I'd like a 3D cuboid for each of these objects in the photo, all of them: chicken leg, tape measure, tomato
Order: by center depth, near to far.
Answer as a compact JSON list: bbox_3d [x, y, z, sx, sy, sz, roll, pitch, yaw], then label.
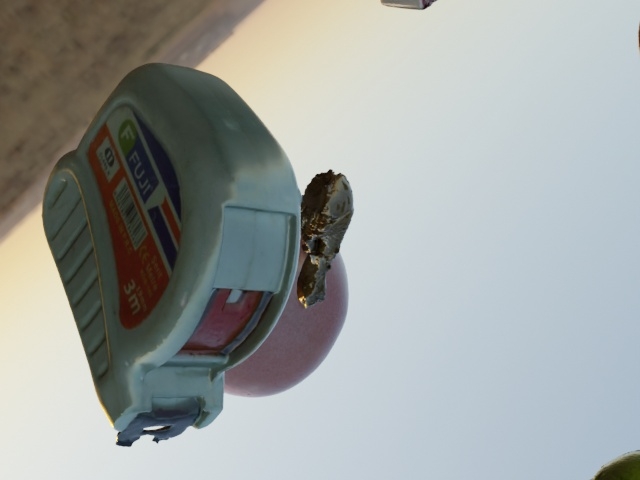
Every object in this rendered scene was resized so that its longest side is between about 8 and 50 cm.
[{"bbox_3d":[-0.116,0.001,0.985,0.125,0.243,0.246,7,136,-44],"label":"tape measure"},{"bbox_3d":[0.003,0.000,1.596,0.085,0.069,0.198,42,-53,53],"label":"chicken leg"},{"bbox_3d":[-0.108,0.075,1.885,0.321,0.321,0.321,-40,-169,9],"label":"tomato"}]

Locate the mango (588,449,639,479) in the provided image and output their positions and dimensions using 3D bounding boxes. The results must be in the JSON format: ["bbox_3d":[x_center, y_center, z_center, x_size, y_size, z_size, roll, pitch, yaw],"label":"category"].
[{"bbox_3d":[0.330,0.277,1.281,0.119,0.100,0.178,-47,169,32],"label":"mango"}]

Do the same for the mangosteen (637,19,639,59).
[{"bbox_3d":[0.540,-0.312,1.698,0.215,0.257,0.215,-20,-142,17],"label":"mangosteen"}]

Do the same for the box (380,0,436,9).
[{"bbox_3d":[0.136,-0.459,1.356,0.069,0.353,0.214,15,-146,33],"label":"box"}]
